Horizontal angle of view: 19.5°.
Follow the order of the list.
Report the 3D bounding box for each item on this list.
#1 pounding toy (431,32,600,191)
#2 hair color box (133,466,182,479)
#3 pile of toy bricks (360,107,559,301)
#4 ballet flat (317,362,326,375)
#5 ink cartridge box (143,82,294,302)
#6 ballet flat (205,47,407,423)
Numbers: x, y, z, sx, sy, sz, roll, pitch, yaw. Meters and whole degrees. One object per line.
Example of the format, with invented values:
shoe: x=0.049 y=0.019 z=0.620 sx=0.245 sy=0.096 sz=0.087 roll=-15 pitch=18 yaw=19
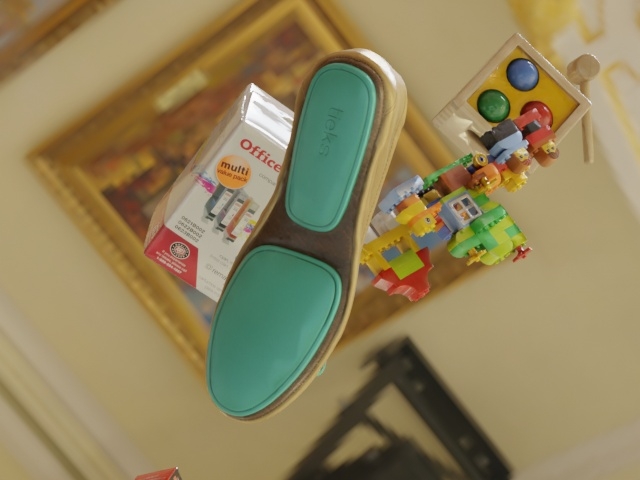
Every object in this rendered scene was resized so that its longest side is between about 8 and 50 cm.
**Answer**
pounding toy: x=0.274 y=-0.162 z=2.237 sx=0.206 sy=0.181 sz=0.094 roll=-47 pitch=-178 yaw=-21
hair color box: x=-0.146 y=0.253 z=1.544 sx=0.043 sy=0.072 sz=0.141 roll=-15 pitch=-163 yaw=21
pile of toy bricks: x=0.139 y=-0.021 z=1.624 sx=0.212 sy=0.105 sz=0.118 roll=-29 pitch=169 yaw=-37
ballet flat: x=-0.008 y=0.044 z=2.110 sx=0.087 sy=0.247 sz=0.083 roll=15 pitch=-161 yaw=27
ink cartridge box: x=-0.072 y=-0.041 z=1.866 sx=0.176 sy=0.128 sz=0.127 roll=-53 pitch=-168 yaw=18
ballet flat: x=0.000 y=0.000 z=1.102 sx=0.232 sy=0.080 sz=0.073 roll=-68 pitch=162 yaw=12
